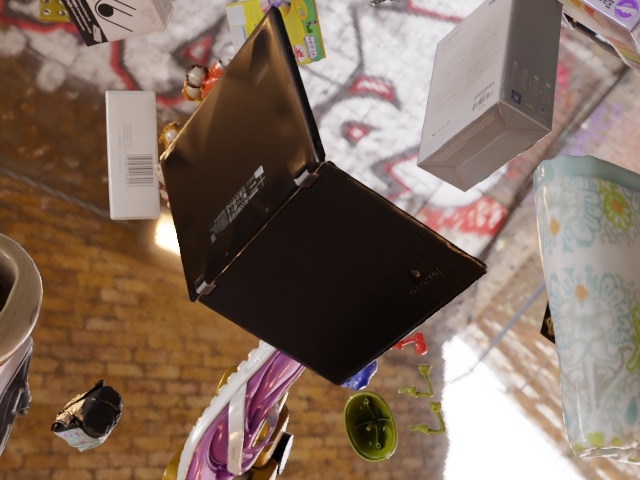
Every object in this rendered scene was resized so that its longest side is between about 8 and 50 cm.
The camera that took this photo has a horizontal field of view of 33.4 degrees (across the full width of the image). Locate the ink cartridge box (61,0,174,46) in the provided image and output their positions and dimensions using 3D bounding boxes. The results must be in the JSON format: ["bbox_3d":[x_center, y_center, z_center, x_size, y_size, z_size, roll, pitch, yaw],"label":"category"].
[{"bbox_3d":[-0.236,-0.299,1.081,0.046,0.097,0.207,-80,-25,-44],"label":"ink cartridge box"}]

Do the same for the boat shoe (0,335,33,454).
[{"bbox_3d":[-0.678,0.344,2.309,0.102,0.108,0.301,36,-132,-25],"label":"boat shoe"}]

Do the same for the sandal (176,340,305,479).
[{"bbox_3d":[-0.127,0.328,1.937,0.102,0.416,0.169,37,-169,38],"label":"sandal"}]

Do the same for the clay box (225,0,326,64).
[{"bbox_3d":[-0.073,-0.382,1.943,0.222,0.127,0.053,3,-159,43],"label":"clay box"}]

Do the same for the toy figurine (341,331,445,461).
[{"bbox_3d":[0.092,0.192,1.942,0.217,0.191,0.362,-64,-46,-86],"label":"toy figurine"}]

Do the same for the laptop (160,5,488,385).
[{"bbox_3d":[-0.020,-0.046,1.554,0.236,0.382,0.408,3,-122,-35],"label":"laptop"}]

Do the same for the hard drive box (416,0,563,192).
[{"bbox_3d":[0.228,-0.210,1.434,0.089,0.181,0.232,26,-125,-20],"label":"hard drive box"}]

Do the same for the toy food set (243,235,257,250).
[{"bbox_3d":[-0.086,-0.077,1.966,0.071,0.218,0.128,21,-137,27],"label":"toy food set"}]

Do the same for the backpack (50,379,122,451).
[{"bbox_3d":[-0.565,0.435,2.572,0.115,0.182,0.152,48,-136,-15],"label":"backpack"}]

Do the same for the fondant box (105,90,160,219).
[{"bbox_3d":[-0.372,-0.161,2.106,0.096,0.238,0.330,-2,-178,-12],"label":"fondant box"}]

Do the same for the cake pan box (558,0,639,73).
[{"bbox_3d":[0.421,-0.361,1.635,0.246,0.070,0.267,43,-170,24],"label":"cake pan box"}]

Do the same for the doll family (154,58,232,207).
[{"bbox_3d":[-0.181,-0.175,1.749,0.163,0.263,0.118,25,-165,14],"label":"doll family"}]

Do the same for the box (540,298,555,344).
[{"bbox_3d":[0.472,0.061,1.835,0.175,0.220,0.051,-18,-141,-34],"label":"box"}]

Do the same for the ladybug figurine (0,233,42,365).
[{"bbox_3d":[-0.725,0.144,2.128,0.305,0.162,0.449,19,-148,-8],"label":"ladybug figurine"}]

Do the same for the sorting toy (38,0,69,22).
[{"bbox_3d":[-0.349,-0.438,1.664,0.132,0.046,0.274,22,-122,-3],"label":"sorting toy"}]

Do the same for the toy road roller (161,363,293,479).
[{"bbox_3d":[-0.179,0.415,2.243,0.202,0.241,0.329,18,-151,9],"label":"toy road roller"}]

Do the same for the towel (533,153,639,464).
[{"bbox_3d":[0.393,0.093,1.177,0.374,0.090,0.320,15,-123,-33],"label":"towel"}]

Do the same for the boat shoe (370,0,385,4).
[{"bbox_3d":[0.117,-0.498,2.054,0.183,0.065,0.083,-48,-55,-69],"label":"boat shoe"}]
